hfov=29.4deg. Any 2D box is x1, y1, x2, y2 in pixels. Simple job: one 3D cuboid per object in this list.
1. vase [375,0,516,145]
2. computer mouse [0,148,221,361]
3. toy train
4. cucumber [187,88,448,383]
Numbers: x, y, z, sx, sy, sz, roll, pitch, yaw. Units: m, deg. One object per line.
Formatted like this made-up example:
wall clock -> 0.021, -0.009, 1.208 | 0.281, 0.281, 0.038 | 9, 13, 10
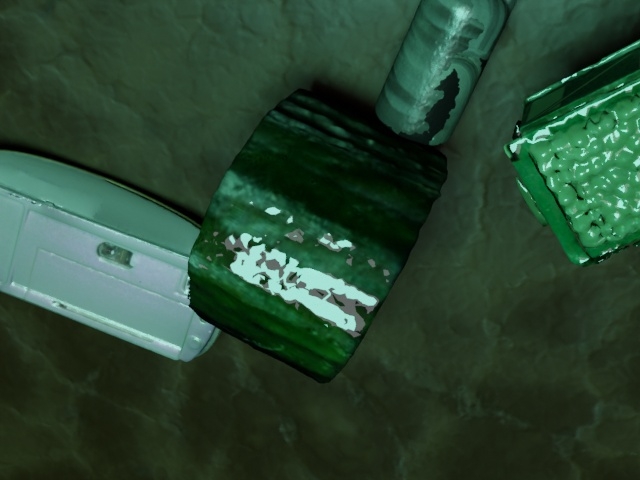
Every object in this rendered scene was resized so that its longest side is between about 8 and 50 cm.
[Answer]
vase -> 0.101, -0.164, 0.806 | 0.060, 0.060, 0.211 | 25, 119, 0
computer mouse -> -0.185, 0.012, 0.961 | 0.245, 0.056, 0.126 | 21, 118, 2
toy train -> 0.247, -0.092, 0.757 | 0.269, 0.154, 0.115 | -26, 110, 23
cucumber -> -0.005, 0.007, 0.854 | 0.130, 0.191, 0.191 | 29, 119, 7
